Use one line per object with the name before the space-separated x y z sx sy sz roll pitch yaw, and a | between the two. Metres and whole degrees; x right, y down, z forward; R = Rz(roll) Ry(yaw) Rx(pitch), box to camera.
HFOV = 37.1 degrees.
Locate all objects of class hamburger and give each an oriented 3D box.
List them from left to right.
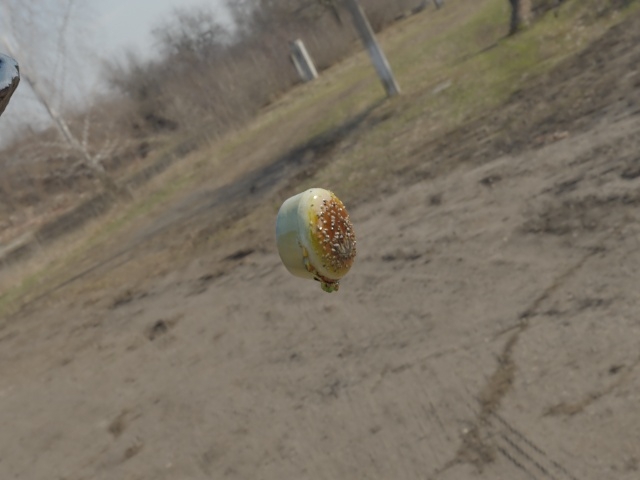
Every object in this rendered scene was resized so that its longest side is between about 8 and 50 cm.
hamburger | 0.000 0.000 1.279 0.081 0.141 0.126 -5 -10 31

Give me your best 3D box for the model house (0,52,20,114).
model house | -0.317 -0.040 0.582 0.280 0.230 0.249 -52 -7 21
